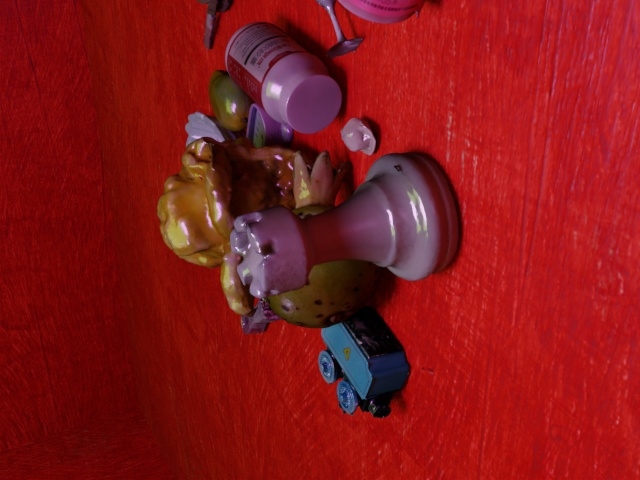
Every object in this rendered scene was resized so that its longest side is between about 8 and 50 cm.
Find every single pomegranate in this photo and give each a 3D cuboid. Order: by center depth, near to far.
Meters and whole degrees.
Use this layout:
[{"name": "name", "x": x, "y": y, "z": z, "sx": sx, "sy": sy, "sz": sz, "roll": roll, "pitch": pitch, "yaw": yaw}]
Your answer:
[{"name": "pomegranate", "x": 0.001, "y": 0.012, "z": 1.424, "sx": 0.231, "sy": 0.230, "sz": 0.286, "roll": 110, "pitch": 168, "yaw": -53}]

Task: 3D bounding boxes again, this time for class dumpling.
[{"name": "dumpling", "x": 0.066, "y": -0.170, "z": 1.345, "sx": 0.076, "sy": 0.057, "sz": 0.052, "roll": -28, "pitch": 38, "yaw": 40}]

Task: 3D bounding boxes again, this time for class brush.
[{"name": "brush", "x": -0.237, "y": -0.499, "z": 1.789, "sx": 0.084, "sy": 0.071, "sz": 0.301, "roll": 66, "pitch": 161, "yaw": 11}]

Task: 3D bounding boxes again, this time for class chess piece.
[{"name": "chess piece", "x": 0.029, "y": -0.010, "z": 1.188, "sx": 0.194, "sy": 0.299, "sz": 0.195, "roll": 43, "pitch": 141, "yaw": 50}]

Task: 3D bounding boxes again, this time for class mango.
[{"name": "mango", "x": -0.190, "y": -0.301, "z": 1.782, "sx": 0.191, "sy": 0.085, "sz": 0.122, "roll": -134, "pitch": 28, "yaw": -64}]

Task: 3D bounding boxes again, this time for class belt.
[{"name": "belt", "x": -0.141, "y": 0.178, "z": 1.985, "sx": 0.232, "sy": 0.053, "sz": 0.071, "roll": 131, "pitch": 129, "yaw": -62}]

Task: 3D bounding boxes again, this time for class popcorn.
[{"name": "popcorn", "x": -0.158, "y": -0.039, "z": 1.600, "sx": 0.290, "sy": 0.325, "sz": 0.321, "roll": 21, "pitch": 89, "yaw": 46}]

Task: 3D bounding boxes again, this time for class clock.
[{"name": "clock", "x": -0.106, "y": -0.207, "z": 1.681, "sx": 0.110, "sy": 0.050, "sz": 0.153, "roll": 58, "pitch": 151, "yaw": 33}]

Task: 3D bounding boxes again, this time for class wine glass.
[{"name": "wine glass", "x": 0.005, "y": -0.393, "z": 1.314, "sx": 0.066, "sy": 0.066, "sz": 0.198, "roll": -40, "pitch": 68, "yaw": 64}]

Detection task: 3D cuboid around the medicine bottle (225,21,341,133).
[{"name": "medicine bottle", "x": -0.068, "y": -0.287, "z": 1.449, "sx": 0.250, "sy": 0.131, "sz": 0.131, "roll": 48, "pitch": 145, "yaw": 47}]

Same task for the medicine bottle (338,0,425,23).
[{"name": "medicine bottle", "x": 0.102, "y": -0.388, "z": 1.004, "sx": 0.147, "sy": 0.147, "sz": 0.247, "roll": 66, "pitch": 155, "yaw": 19}]

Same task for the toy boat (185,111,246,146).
[{"name": "toy boat", "x": -0.222, "y": -0.195, "z": 1.885, "sx": 0.290, "sy": 0.100, "sz": 0.200, "roll": 34, "pitch": 134, "yaw": 58}]

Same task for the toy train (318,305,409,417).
[{"name": "toy train", "x": 0.073, "y": 0.215, "z": 1.474, "sx": 0.198, "sy": 0.107, "sz": 0.154, "roll": 54, "pitch": 142, "yaw": 40}]
